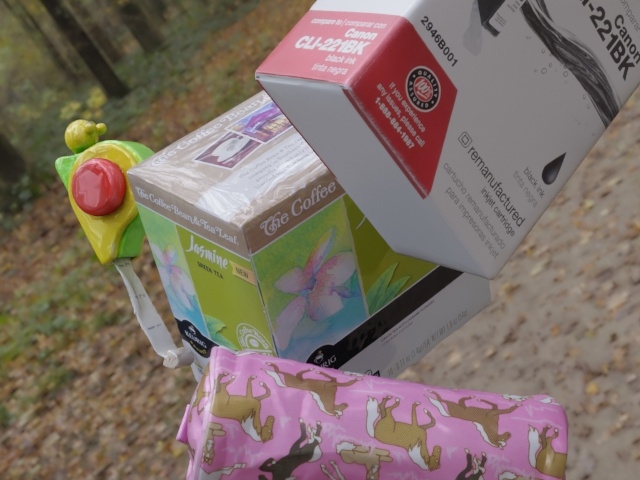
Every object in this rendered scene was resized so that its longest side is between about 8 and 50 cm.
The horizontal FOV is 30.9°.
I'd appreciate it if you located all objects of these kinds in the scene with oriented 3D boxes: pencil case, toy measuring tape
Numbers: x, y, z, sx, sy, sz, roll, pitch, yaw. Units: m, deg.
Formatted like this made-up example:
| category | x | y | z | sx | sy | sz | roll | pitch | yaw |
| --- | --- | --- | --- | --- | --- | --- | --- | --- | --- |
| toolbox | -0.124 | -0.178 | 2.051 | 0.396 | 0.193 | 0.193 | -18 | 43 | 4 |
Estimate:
| category | x | y | z | sx | sy | sz | roll | pitch | yaw |
| --- | --- | --- | --- | --- | --- | --- | --- | --- | --- |
| pencil case | 0.052 | 0.205 | 1.170 | 0.160 | 0.386 | 0.167 | -91 | 13 | -53 |
| toy measuring tape | -0.212 | -0.012 | 1.388 | 0.121 | 0.330 | 0.121 | -28 | -11 | -6 |

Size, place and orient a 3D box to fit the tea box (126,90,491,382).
| category | x | y | z | sx | sy | sz | roll | pitch | yaw |
| --- | --- | --- | --- | --- | --- | --- | --- | --- | --- |
| tea box | 0.000 | 0.000 | 1.355 | 0.329 | 0.323 | 0.220 | -36 | 39 | -28 |

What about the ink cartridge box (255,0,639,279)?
| category | x | y | z | sx | sy | sz | roll | pitch | yaw |
| --- | --- | --- | --- | --- | --- | --- | --- | --- | --- |
| ink cartridge box | 0.119 | -0.142 | 0.827 | 0.273 | 0.197 | 0.114 | -51 | 34 | -16 |
